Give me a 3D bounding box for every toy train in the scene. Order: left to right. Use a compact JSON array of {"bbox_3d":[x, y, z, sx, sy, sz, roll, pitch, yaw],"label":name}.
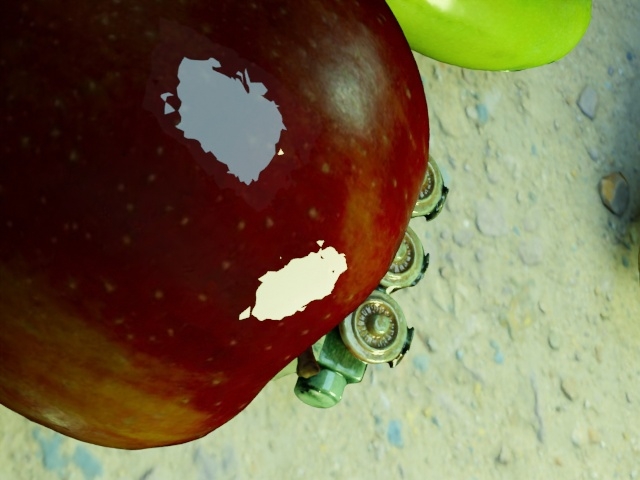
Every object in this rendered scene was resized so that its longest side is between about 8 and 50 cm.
[{"bbox_3d":[0.000,0.000,1.025,0.125,0.081,0.194,27,63,-20],"label":"toy train"}]

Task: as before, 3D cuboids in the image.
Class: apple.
[{"bbox_3d":[-0.105,-0.061,0.816,0.317,0.288,0.288,40,54,-9],"label":"apple"}]

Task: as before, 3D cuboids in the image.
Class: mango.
[{"bbox_3d":[0.091,-0.181,1.131,0.233,0.111,0.125,9,76,-40],"label":"mango"}]

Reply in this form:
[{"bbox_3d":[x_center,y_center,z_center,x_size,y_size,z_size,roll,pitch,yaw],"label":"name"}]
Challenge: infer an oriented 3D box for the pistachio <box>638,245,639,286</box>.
[{"bbox_3d":[0.351,-0.026,1.247,0.166,0.197,0.288,38,66,-21],"label":"pistachio"}]
